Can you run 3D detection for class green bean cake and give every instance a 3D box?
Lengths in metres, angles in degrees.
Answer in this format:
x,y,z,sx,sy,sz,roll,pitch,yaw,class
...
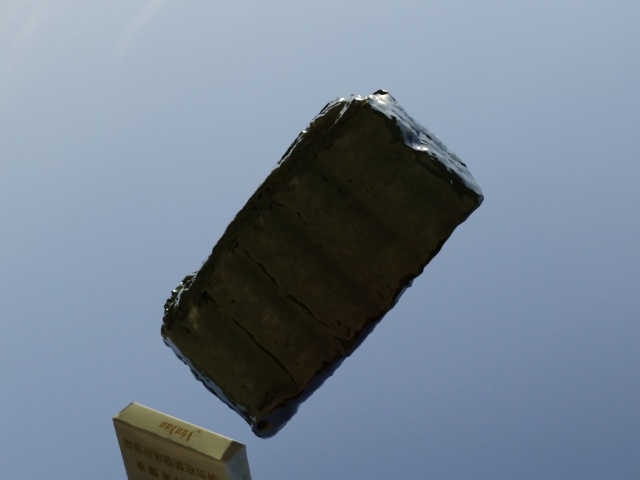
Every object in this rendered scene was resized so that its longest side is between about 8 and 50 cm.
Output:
x,y,z,sx,sy,sz,roll,pitch,yaw,class
0.000,0.000,0.566,0.173,0.094,0.181,-49,-178,13,green bean cake

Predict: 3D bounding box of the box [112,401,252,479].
x,y,z,sx,sy,sz,roll,pitch,yaw,class
-0.073,0.182,0.622,0.090,0.166,0.024,12,-146,33,box
